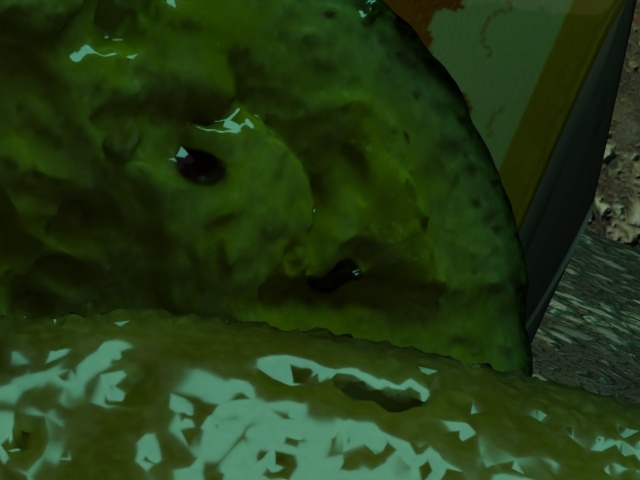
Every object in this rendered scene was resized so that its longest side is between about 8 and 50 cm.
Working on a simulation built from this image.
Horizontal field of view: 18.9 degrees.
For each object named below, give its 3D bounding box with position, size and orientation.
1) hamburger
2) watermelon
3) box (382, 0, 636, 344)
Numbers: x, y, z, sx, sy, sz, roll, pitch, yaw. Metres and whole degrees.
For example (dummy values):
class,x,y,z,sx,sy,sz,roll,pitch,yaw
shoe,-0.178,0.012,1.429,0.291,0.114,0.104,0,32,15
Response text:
class,x,y,z,sx,sy,sz,roll,pitch,yaw
hamburger,0.000,0.161,0.400,0.284,0.174,0.304,17,39,-5
watermelon,-0.100,0.046,0.640,0.189,0.331,0.331,8,0,45
box,0.000,0.000,0.914,0.214,0.259,0.283,24,-16,12
